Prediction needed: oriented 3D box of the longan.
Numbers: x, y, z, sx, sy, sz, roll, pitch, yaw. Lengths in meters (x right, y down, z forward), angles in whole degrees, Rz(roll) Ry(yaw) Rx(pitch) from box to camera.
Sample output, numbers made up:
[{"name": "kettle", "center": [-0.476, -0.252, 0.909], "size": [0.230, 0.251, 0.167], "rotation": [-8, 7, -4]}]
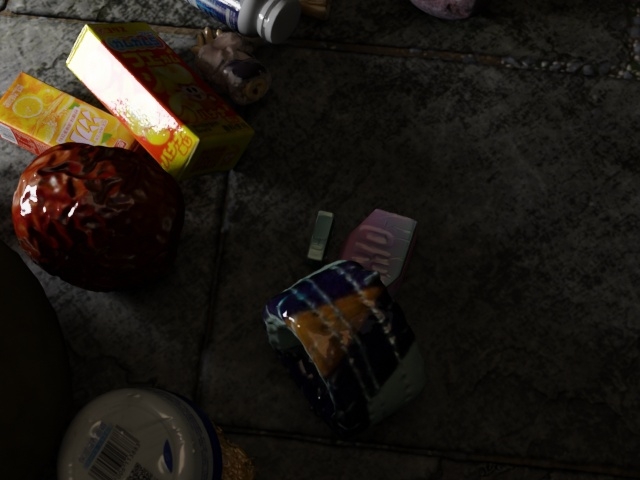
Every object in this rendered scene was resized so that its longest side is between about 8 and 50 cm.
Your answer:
[{"name": "longan", "center": [-0.537, 0.161, 1.447], "size": [0.404, 0.404, 0.436], "rotation": [-31, 74, -13]}]

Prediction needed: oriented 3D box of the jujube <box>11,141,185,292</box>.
[{"name": "jujube", "center": [-0.318, -0.029, 1.627], "size": [0.232, 0.213, 0.213], "rotation": [14, 67, 0]}]

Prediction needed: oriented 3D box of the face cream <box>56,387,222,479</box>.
[{"name": "face cream", "center": [-0.242, 0.297, 1.502], "size": [0.205, 0.111, 0.206], "rotation": [-3, 79, 16]}]

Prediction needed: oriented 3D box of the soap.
[{"name": "soap", "center": [0.077, 0.032, 1.682], "size": [0.100, 0.056, 0.149], "rotation": [17, 67, 10]}]

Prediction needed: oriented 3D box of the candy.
[{"name": "candy", "center": [-0.245, -0.216, 1.736], "size": [0.276, 0.088, 0.146], "rotation": [46, 32, 19]}]

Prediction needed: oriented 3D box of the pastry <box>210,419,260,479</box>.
[{"name": "pastry", "center": [-0.153, 0.298, 1.566], "size": [0.140, 0.056, 0.080], "rotation": [31, 58, 15]}]

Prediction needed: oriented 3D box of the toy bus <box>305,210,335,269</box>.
[{"name": "toy bus", "center": [0.000, 0.000, 1.705], "size": [0.031, 0.037, 0.083], "rotation": [13, 68, 6]}]

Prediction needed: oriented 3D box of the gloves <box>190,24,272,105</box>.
[{"name": "gloves", "center": [-0.142, -0.269, 1.793], "size": [0.110, 0.094, 0.144], "rotation": [-13, 45, -15]}]

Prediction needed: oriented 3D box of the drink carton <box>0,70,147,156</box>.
[{"name": "drink carton", "center": [-0.388, -0.166, 1.760], "size": [0.222, 0.071, 0.096], "rotation": [26, 68, 11]}]

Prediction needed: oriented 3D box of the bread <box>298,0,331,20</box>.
[{"name": "bread", "center": [-0.018, -0.417, 1.879], "size": [0.154, 0.054, 0.136], "rotation": [-23, 67, -4]}]

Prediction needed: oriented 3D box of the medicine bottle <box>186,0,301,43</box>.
[{"name": "medicine bottle", "center": [-0.129, -0.395, 1.832], "size": [0.191, 0.107, 0.107], "rotation": [33, 70, 20]}]

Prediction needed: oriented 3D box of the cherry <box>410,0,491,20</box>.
[{"name": "cherry", "center": [0.208, -0.442, 1.846], "size": [0.176, 0.140, 0.176], "rotation": [9, 45, -9]}]

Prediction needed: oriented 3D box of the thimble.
[{"name": "thimble", "center": [0.027, 0.144, 1.551], "size": [0.150, 0.237, 0.237], "rotation": [-29, 69, -16]}]
